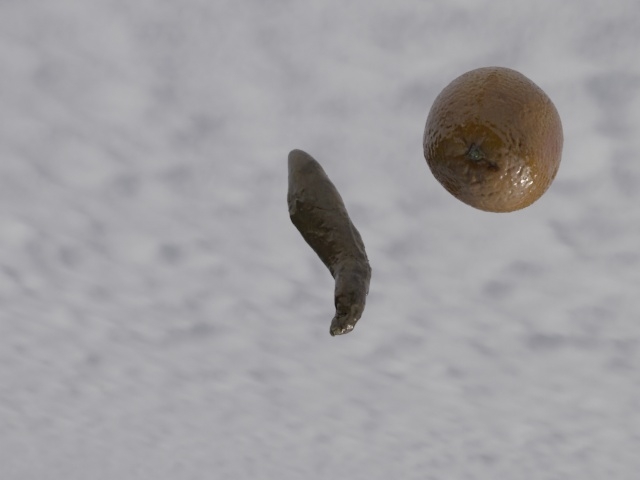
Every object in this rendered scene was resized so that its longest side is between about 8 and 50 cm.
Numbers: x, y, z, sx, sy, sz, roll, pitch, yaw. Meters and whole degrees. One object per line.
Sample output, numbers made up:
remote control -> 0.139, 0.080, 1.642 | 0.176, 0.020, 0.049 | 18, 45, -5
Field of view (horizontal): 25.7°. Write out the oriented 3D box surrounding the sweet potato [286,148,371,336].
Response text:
sweet potato -> 0.007, 0.000, 0.905 | 0.041, 0.153, 0.038 | -7, 143, -15

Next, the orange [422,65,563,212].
orange -> 0.092, -0.053, 0.746 | 0.085, 0.085, 0.085 | 16, 160, 6
